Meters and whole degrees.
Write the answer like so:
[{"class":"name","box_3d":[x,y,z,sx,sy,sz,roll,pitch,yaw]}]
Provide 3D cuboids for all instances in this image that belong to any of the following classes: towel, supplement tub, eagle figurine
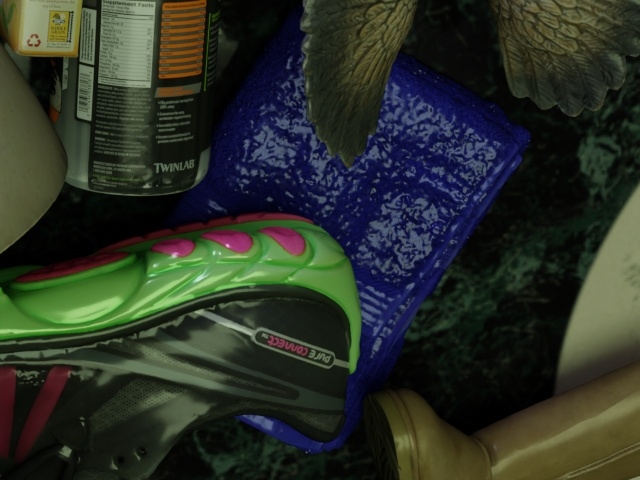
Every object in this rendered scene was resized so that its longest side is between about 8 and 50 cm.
[{"class":"towel","box_3d":[0.000,0.000,1.468,0.228,0.076,0.308,27,101,-24]},{"class":"supplement tub","box_3d":[-0.129,-0.135,1.358,0.117,0.117,0.190,0,109,-16]},{"class":"eagle figurine","box_3d":[0.082,-0.225,1.331,0.226,0.298,0.225,-23,163,28]}]

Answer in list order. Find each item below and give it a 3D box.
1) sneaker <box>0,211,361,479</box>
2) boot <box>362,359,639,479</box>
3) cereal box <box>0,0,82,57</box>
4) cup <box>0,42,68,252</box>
[{"class":"sneaker","box_3d":[-0.203,0.120,1.354,0.483,0.185,0.202,-12,97,3]},{"class":"boot","box_3d":[0.174,0.144,1.537,0.270,0.089,0.236,-21,150,-6]},{"class":"cereal box","box_3d":[-0.186,-0.256,1.265,0.047,0.173,0.240,1,110,-21]},{"class":"cup","box_3d":[-0.348,-0.099,1.188,0.331,0.331,0.237,-20,115,-8]}]
